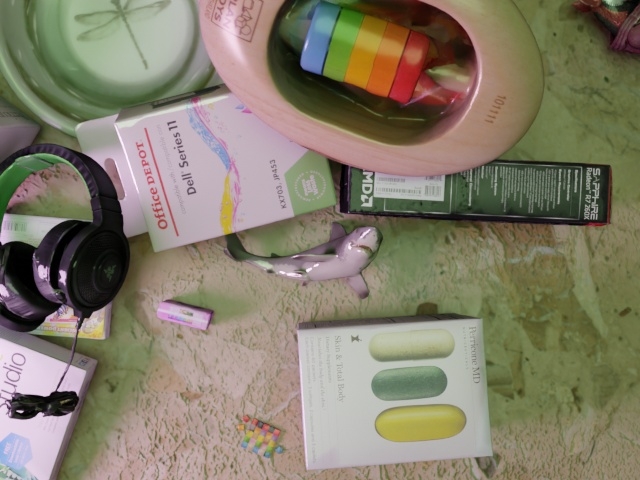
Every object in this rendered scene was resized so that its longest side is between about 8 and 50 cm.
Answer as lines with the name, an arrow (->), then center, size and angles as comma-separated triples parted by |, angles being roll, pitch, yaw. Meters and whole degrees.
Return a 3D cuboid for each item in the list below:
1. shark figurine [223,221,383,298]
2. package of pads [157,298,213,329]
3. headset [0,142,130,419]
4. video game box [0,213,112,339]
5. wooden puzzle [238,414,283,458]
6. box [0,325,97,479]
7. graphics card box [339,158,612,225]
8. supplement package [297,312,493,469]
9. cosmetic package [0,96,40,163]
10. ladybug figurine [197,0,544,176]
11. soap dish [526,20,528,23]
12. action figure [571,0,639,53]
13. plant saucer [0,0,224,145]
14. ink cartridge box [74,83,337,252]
shark figurine -> -0.016, 0.010, 1.302 | 0.278, 0.166, 0.116 | -2, 55, 22
package of pads -> -0.214, 0.117, 1.298 | 0.083, 0.050, 0.032 | 14, 92, -1
headset -> -0.399, 0.051, 1.154 | 0.243, 0.185, 0.394 | -17, 78, 21
video game box -> -0.431, 0.056, 1.297 | 0.205, 0.048, 0.187 | 5, 85, -1
wooden puzzle -> -0.096, 0.318, 1.313 | 0.083, 0.006, 0.049 | 24, 87, 0
box -> -0.533, 0.237, 1.258 | 0.322, 0.058, 0.232 | 21, 99, 1
graphics card box -> 0.217, -0.075, 1.229 | 0.371, 0.233, 0.094 | 1, 93, -1
supplement package -> 0.101, 0.217, 1.228 | 0.262, 0.198, 0.199 | -4, 87, -2
cosmetic package -> -0.673, -0.235, 1.192 | 0.453, 0.230, 0.161 | 36, 99, -3
ladybug figurine -> 0.062, -0.253, 1.038 | 0.449, 0.162, 0.305 | 23, 124, -1
soap dish -> 0.180, -0.315, 1.226 | 0.229, 0.291, 0.118 | 23, 107, -1
action figure -> 0.587, -0.340, 1.312 | 0.370, 0.248, 0.276 | 10, 130, 11
plant saucer -> -0.308, -0.345, 1.286 | 0.400, 0.100, 0.400 | 0, 92, -2
ink cartridge box -> -0.172, -0.114, 1.211 | 0.353, 0.119, 0.207 | -15, 110, -4
